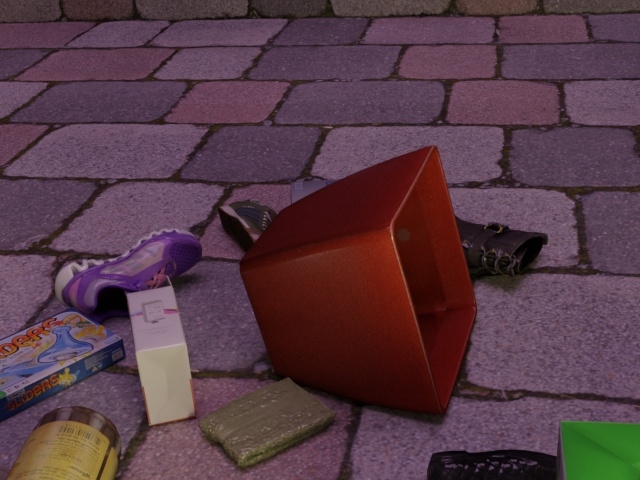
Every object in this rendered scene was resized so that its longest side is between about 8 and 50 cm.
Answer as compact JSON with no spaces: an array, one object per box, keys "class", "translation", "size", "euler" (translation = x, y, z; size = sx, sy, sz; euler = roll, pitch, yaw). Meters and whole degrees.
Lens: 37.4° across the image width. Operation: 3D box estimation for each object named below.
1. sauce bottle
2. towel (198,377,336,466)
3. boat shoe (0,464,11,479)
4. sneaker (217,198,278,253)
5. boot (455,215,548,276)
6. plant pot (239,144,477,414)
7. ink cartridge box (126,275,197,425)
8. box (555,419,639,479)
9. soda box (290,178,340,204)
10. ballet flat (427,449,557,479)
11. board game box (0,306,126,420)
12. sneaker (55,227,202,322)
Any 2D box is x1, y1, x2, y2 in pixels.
[{"class":"sauce bottle","translation":[-0.289,0.307,0.948],"size":[0.111,0.111,0.344],"euler":[-2,26,4]},{"class":"towel","translation":[-0.065,0.224,1.176],"size":[0.148,0.027,0.110],"euler":[-21,32,-32]},{"class":"boat shoe","translation":[-0.401,0.328,1.004],"size":[0.065,0.075,0.206],"euler":[-39,9,40]},{"class":"sneaker","translation":[-0.109,-0.030,1.640],"size":[0.086,0.064,0.192],"euler":[-20,27,-19]},{"class":"boot","translation":[0.211,0.011,1.491],"size":[0.229,0.091,0.263],"euler":[17,31,37]},{"class":"plant pot","translation":[0.049,0.057,1.267],"size":[0.236,0.267,0.267],"euler":[-8,24,23]},{"class":"ink cartridge box","translation":[-0.215,0.140,1.264],"size":[0.067,0.115,0.198],"euler":[-10,26,-11]},{"class":"box","translation":[0.243,0.312,0.734],"size":[0.127,0.231,0.262],"euler":[1,27,10]},{"class":"soda box","translation":[0.000,0.000,1.532],"size":[0.091,0.098,0.286],"euler":[-3,27,-2]},{"class":"ballet flat","translation":[0.205,0.262,1.063],"size":[0.173,0.049,0.057],"euler":[0,-1,-2]},{"class":"board game box","translation":[-0.395,0.168,1.322],"size":[0.136,0.035,0.201],"euler":[22,36,40]},{"class":"sneaker","translation":[-0.284,0.063,1.467],"size":[0.236,0.095,0.104],"euler":[-23,39,-24]}]
